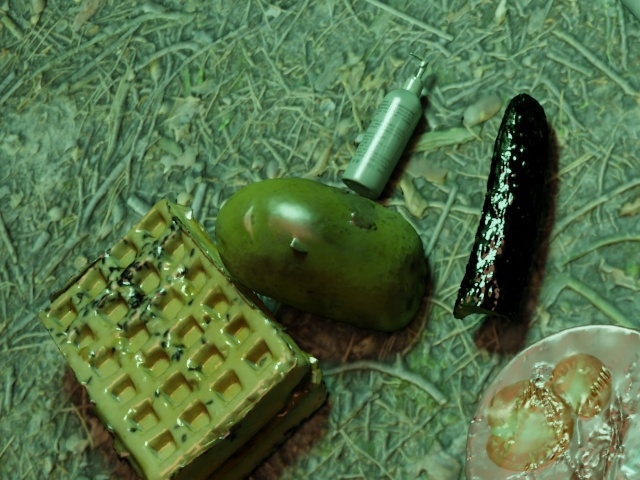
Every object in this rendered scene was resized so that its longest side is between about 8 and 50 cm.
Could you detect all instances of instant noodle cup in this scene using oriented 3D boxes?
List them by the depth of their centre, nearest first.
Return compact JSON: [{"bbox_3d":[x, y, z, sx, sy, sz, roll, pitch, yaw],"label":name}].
[{"bbox_3d":[0.297,0.235,1.590,0.243,0.231,0.243,-15,56,24],"label":"instant noodle cup"}]

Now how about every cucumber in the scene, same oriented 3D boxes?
[{"bbox_3d":[0.226,-0.043,1.907,0.081,0.072,0.303,1,64,34],"label":"cucumber"}]

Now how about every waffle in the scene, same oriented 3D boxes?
[{"bbox_3d":[-0.178,0.137,2.036,0.261,0.114,0.376,-44,49,4],"label":"waffle"}]

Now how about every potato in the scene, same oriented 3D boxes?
[{"bbox_3d":[0.000,0.000,1.933,0.272,0.111,0.160,20,75,11],"label":"potato"}]

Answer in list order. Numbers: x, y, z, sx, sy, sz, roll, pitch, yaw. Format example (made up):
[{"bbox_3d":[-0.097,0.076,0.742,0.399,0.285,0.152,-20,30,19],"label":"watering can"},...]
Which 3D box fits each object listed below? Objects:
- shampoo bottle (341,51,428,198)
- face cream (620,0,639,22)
[{"bbox_3d":[0.094,-0.149,2.067,0.056,0.056,0.195,19,75,39],"label":"shampoo bottle"},{"bbox_3d":[0.427,-0.306,1.888,0.145,0.145,0.369,-37,51,9],"label":"face cream"}]
